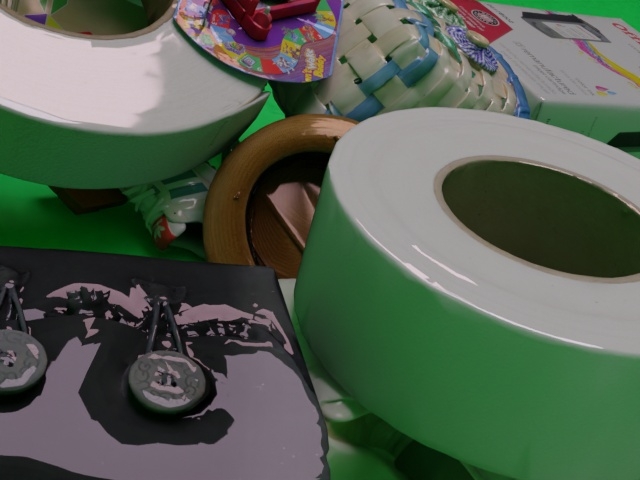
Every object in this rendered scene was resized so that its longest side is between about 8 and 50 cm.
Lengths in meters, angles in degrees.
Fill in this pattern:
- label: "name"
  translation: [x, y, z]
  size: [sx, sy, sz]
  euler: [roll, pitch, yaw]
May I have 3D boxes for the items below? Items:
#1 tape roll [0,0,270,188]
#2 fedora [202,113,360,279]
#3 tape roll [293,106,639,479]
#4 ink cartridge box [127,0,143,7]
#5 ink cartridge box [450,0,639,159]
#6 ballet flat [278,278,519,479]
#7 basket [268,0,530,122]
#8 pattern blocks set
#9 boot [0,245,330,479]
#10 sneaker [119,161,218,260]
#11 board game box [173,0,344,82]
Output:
- label: "tape roll"
  translation: [-0.212, -0.212, 1.046]
  size: [0.392, 0.072, 0.392]
  euler: [18, 47, -21]
- label: "fedora"
  translation: [0.000, 0.000, 1.050]
  size: [0.194, 0.194, 0.079]
  euler: [24, -10, 2]
- label: "tape roll"
  translation: [0.131, 0.024, 0.836]
  size: [0.286, 0.100, 0.286]
  euler: [12, 29, -7]
- label: "ink cartridge box"
  translation: [-0.346, -0.332, 1.324]
  size: [0.270, 0.151, 0.395]
  euler: [-2, 39, -36]
- label: "ink cartridge box"
  translation: [0.265, -0.153, 1.464]
  size: [0.306, 0.131, 0.226]
  euler: [-3, 38, -35]
- label: "ballet flat"
  translation: [0.048, 0.153, 0.796]
  size: [0.139, 0.139, 0.400]
  euler: [-11, 46, -44]
- label: "basket"
  translation: [0.090, -0.093, 1.196]
  size: [0.289, 0.201, 0.254]
  euler: [48, 9, -39]
- label: "pattern blocks set"
  translation: [-0.190, -0.152, 1.128]
  size: [0.325, 0.026, 0.285]
  euler: [28, 55, -23]
- label: "boot"
  translation: [-0.211, 0.136, 0.614]
  size: [0.445, 0.146, 0.367]
  euler: [12, 47, -21]
- label: "sneaker"
  translation: [-0.125, -0.036, 1.058]
  size: [0.161, 0.057, 0.075]
  euler: [35, 44, -17]
- label: "board game box"
  translation: [-0.040, -0.198, 1.064]
  size: [0.133, 0.033, 0.168]
  euler: [20, 46, -12]
